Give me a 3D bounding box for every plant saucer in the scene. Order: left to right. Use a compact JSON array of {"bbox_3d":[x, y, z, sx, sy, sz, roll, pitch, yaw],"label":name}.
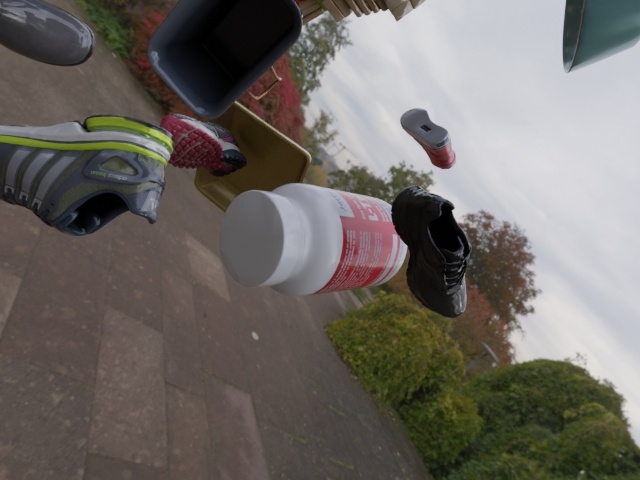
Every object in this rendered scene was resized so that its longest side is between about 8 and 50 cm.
[{"bbox_3d":[-0.179,-0.190,1.081,0.333,0.333,0.081,38,43,13],"label":"plant saucer"}]

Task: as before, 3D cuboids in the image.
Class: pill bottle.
[{"bbox_3d":[0.000,0.000,0.864,0.408,0.229,0.229,2,47,-52],"label":"pill bottle"}]

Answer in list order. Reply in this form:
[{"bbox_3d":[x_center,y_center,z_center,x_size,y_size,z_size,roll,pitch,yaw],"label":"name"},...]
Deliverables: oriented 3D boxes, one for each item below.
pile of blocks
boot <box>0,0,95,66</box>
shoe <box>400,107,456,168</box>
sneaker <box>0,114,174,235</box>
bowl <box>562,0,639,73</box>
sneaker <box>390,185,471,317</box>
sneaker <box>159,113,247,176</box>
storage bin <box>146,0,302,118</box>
[{"bbox_3d":[0.052,-0.566,0.867,0.362,0.149,0.112,12,3,26],"label":"pile of blocks"},{"bbox_3d":[-0.585,-0.398,0.674,0.338,0.118,0.223,15,14,-23],"label":"boot"},{"bbox_3d":[0.235,-0.224,0.882,0.081,0.063,0.178,53,8,-39],"label":"shoe"},{"bbox_3d":[-0.325,-0.065,0.475,0.111,0.300,0.121,57,27,-75],"label":"sneaker"},{"bbox_3d":[0.704,-0.582,0.973,0.311,0.163,0.311,1,90,-67],"label":"bowl"},{"bbox_3d":[0.225,0.038,0.755,0.286,0.109,0.130,64,-15,-22],"label":"sneaker"},{"bbox_3d":[-0.283,-0.231,0.941,0.112,0.121,0.299,66,9,6],"label":"sneaker"},{"bbox_3d":[-0.073,-0.189,0.377,0.098,0.135,0.091,47,29,-19],"label":"storage bin"}]
